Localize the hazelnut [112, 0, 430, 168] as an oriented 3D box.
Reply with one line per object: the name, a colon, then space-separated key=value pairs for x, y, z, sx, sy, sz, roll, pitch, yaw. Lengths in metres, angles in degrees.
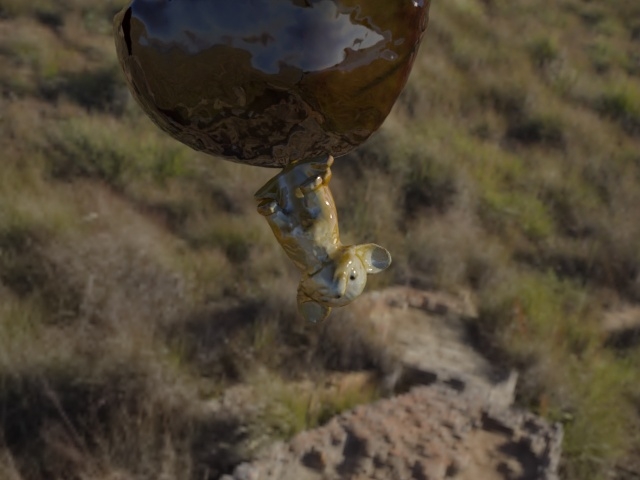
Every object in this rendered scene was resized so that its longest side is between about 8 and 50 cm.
hazelnut: x=-0.025 y=-0.155 z=0.847 sx=0.218 sy=0.234 sz=0.218 roll=49 pitch=20 yaw=-26

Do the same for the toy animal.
toy animal: x=0.000 y=0.000 z=0.685 sx=0.060 sy=0.083 sz=0.081 roll=-29 pitch=20 yaw=4
